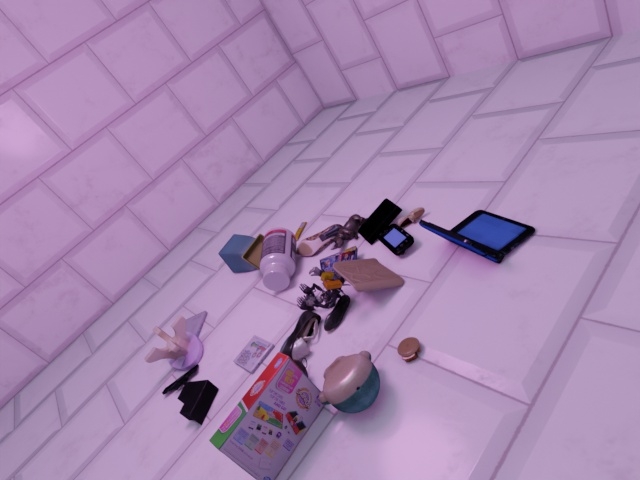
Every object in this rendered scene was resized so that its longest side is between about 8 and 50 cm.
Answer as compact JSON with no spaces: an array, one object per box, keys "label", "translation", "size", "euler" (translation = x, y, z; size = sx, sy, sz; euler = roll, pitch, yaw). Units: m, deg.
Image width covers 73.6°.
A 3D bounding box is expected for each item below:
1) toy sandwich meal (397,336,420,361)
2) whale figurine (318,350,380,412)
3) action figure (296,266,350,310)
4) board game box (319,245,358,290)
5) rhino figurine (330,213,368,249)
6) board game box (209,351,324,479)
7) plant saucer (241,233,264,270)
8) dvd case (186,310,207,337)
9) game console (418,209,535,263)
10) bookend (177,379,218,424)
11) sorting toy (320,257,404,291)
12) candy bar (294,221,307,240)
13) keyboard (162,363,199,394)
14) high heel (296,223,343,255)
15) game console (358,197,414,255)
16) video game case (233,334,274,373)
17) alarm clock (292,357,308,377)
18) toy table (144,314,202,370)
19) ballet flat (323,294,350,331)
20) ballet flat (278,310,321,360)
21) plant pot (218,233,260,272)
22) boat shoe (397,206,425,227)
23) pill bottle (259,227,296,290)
[{"label":"toy sandwich meal","translation":[0.283,0.345,1.360],"size":[0.085,0.029,0.086],"euler":[-29,24,14]},{"label":"whale figurine","translation":[0.092,0.445,1.345],"size":[0.216,0.141,0.272],"euler":[-43,4,-13]},{"label":"action figure","translation":[-0.006,0.204,1.720],"size":[0.275,0.141,0.164],"euler":[-29,34,51]},{"label":"board game box","translation":[0.079,0.134,1.878],"size":[0.194,0.060,0.194],"euler":[-22,32,24]},{"label":"rhino figurine","translation":[0.132,-0.037,2.068],"size":[0.243,0.073,0.106],"euler":[-47,33,-17]},{"label":"board game box","translation":[-0.144,0.544,1.305],"size":[0.064,0.242,0.316],"euler":[5,47,52]},{"label":"plant saucer","translation":[-0.301,0.086,2.287],"size":[0.188,0.188,0.045],"euler":[-57,3,-35]},{"label":"dvd case","translation":[-0.698,0.491,2.240],"size":[0.180,0.022,0.253],"euler":[-25,30,20]},{"label":"game console","translation":[0.549,-0.052,1.530],"size":[0.173,0.250,0.293],"euler":[-63,28,5]},{"label":"bookend","translation":[-0.517,0.656,1.730],"size":[0.156,0.072,0.157],"euler":[-18,33,32]},{"label":"sorting toy","translation":[0.139,0.141,1.668],"size":[0.307,0.041,0.229],"euler":[-5,22,-21]},{"label":"candy bar","translation":[-0.117,-0.054,2.430],"size":[0.040,0.018,0.162],"euler":[-11,36,33]},{"label":"keyboard","translation":[-0.630,0.643,1.936],"size":[0.192,0.038,0.100],"euler":[-37,4,0]},{"label":"high heel","translation":[0.000,0.000,2.191],"size":[0.261,0.093,0.186],"euler":[-30,-2,43]},{"label":"game console","translation":[0.303,-0.049,1.876],"size":[0.213,0.044,0.361],"euler":[-49,29,6]},{"label":"video game case","translation":[-0.282,0.476,1.800],"size":[0.157,0.019,0.143],"euler":[6,49,52]},{"label":"alarm clock","translation":[-0.086,0.469,1.485],"size":[0.064,0.129,0.192],"euler":[-19,12,27]},{"label":"toy table","translation":[-0.699,0.500,2.047],"size":[0.274,0.161,0.252],"euler":[3,54,42]},{"label":"ballet flat","translation":[0.068,0.289,1.682],"size":[0.057,0.049,0.173],"euler":[29,63,15]},{"label":"ballet flat","translation":[-0.075,0.381,1.643],"size":[0.096,0.095,0.280],"euler":[0,43,31]},{"label":"plant pot","translation":[-0.414,0.074,2.420],"size":[0.234,0.166,0.165],"euler":[-1,43,38]},{"label":"boat shoe","translation":[0.403,-0.096,1.885],"size":[0.135,0.050,0.045],"euler":[-35,29,24]},{"label":"pill bottle","translation":[-0.210,0.094,2.128],"size":[0.176,0.176,0.319],"euler":[-26,34,18]}]
